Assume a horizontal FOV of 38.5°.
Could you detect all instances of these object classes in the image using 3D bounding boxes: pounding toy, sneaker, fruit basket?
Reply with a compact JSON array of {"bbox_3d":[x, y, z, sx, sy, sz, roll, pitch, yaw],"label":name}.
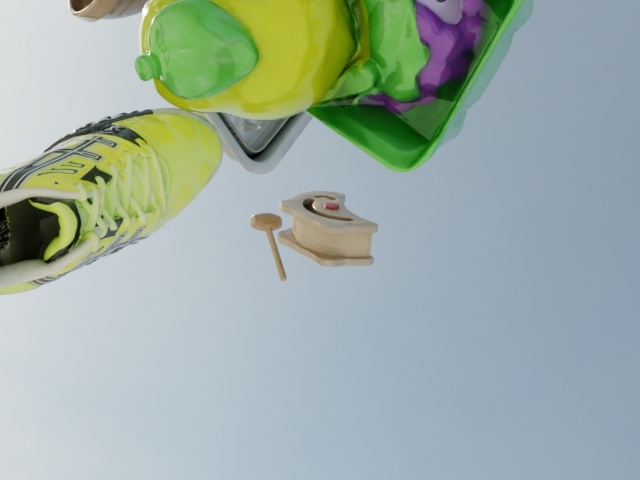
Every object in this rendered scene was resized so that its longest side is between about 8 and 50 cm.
[{"bbox_3d":[0.000,0.000,1.736,0.269,0.154,0.155,28,-61,46],"label":"pounding toy"},{"bbox_3d":[-0.235,-0.026,0.901,0.147,0.384,0.145,11,-58,44],"label":"sneaker"},{"bbox_3d":[-0.009,-0.239,0.877,0.392,0.392,0.283,35,-74,18],"label":"fruit basket"}]

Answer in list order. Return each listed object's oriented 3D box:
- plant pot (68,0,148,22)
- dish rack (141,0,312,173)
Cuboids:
[{"bbox_3d":[-0.321,-0.464,1.543,0.109,0.238,0.237,22,-28,-35],"label":"plant pot"},{"bbox_3d":[-0.084,-0.284,1.205,0.072,0.333,0.286,6,-39,41],"label":"dish rack"}]
